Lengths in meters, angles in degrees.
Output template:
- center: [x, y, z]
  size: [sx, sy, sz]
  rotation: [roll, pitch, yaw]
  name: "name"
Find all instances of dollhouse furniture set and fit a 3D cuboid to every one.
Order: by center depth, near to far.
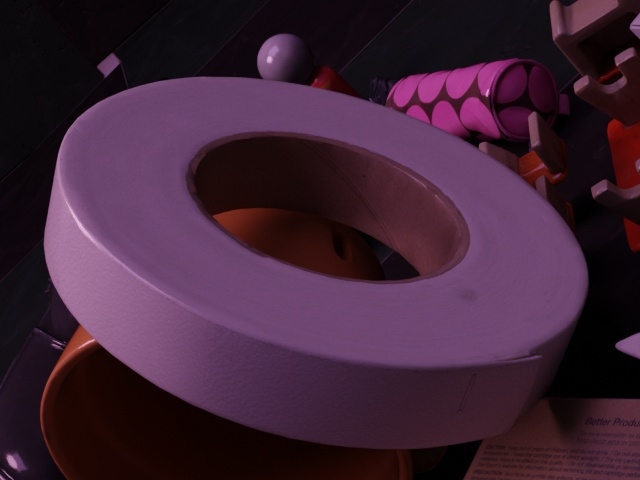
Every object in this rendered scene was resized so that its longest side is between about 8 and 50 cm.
- center: [0.278, -0.104, 1.146]
  size: [0.262, 0.135, 0.259]
  rotation: [-31, 40, 32]
  name: "dollhouse furniture set"

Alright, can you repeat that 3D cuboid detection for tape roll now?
- center: [0.000, 0.000, 0.972]
  size: [0.392, 0.392, 0.072]
  rotation: [-96, 20, -59]
  name: "tape roll"

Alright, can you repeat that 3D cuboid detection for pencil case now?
- center: [0.156, -0.136, 1.393]
  size: [0.209, 0.098, 0.095]
  rotation: [7, 103, 61]
  name: "pencil case"

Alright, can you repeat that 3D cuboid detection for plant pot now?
- center: [-0.058, 0.098, 1.103]
  size: [0.291, 0.291, 0.203]
  rotation: [-30, 31, 34]
  name: "plant pot"

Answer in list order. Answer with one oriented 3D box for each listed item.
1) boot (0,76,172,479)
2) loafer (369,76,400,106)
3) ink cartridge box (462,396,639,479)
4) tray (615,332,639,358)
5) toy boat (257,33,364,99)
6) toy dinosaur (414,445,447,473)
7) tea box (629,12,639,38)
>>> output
- center: [-0.230, 0.053, 1.535]
  size: [0.445, 0.146, 0.367]
  rotation: [-58, 21, 14]
  name: "boot"
- center: [0.086, -0.120, 1.520]
  size: [0.061, 0.062, 0.170]
  rotation: [-2, 54, 8]
  name: "loafer"
- center: [0.180, 0.199, 0.854]
  size: [0.235, 0.088, 0.193]
  rotation: [-8, 44, 55]
  name: "ink cartridge box"
- center: [0.306, 0.081, 0.774]
  size: [0.270, 0.145, 0.030]
  rotation: [-156, 70, -64]
  name: "tray"
- center: [-0.048, -0.093, 1.564]
  size: [0.267, 0.148, 0.318]
  rotation: [-28, 34, 47]
  name: "toy boat"
- center: [0.093, 0.147, 1.138]
  size: [0.183, 0.053, 0.092]
  rotation: [-40, 39, 34]
  name: "toy dinosaur"
- center: [0.424, -0.177, 0.807]
  size: [0.329, 0.220, 0.323]
  rotation: [-49, 14, -1]
  name: "tea box"
